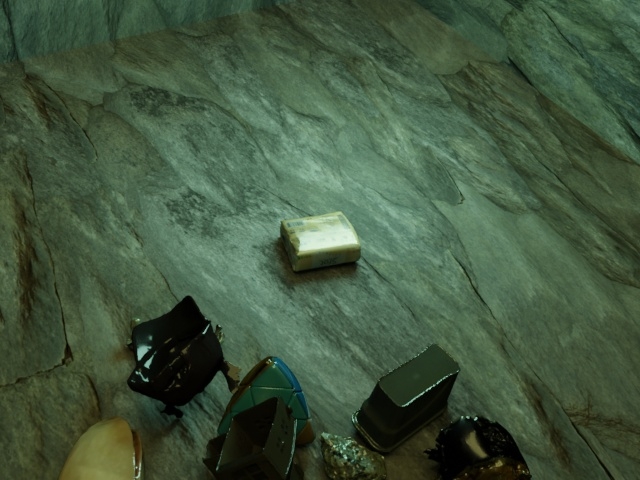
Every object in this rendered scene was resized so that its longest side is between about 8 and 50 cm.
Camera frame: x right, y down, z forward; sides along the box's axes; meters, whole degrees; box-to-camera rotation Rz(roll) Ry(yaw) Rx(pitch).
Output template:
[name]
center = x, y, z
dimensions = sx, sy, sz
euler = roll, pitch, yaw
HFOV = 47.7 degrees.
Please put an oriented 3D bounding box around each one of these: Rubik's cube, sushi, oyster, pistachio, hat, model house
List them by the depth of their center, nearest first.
[pistachio]
center = -0.464, 0.520, 1.553
dimensions = 0.214, 0.193, 0.318
euler = -30, 34, 20
[model house]
center = -0.122, 0.525, 1.622
dimensions = 0.204, 0.243, 0.211
euler = -26, 20, 18
[sushi]
center = 0.369, 0.538, 1.685
dimensions = 0.213, 0.200, 0.204
euler = 13, 40, -30
[oyster]
center = 0.075, 0.532, 1.735
dimensions = 0.177, 0.064, 0.125
euler = 14, 41, 2
[Rubik's cube]
center = -0.126, 0.429, 1.754
dimensions = 0.254, 0.254, 0.254
euler = 5, 45, -5
[hat]
center = -0.328, 0.299, 1.773
dimensions = 0.238, 0.209, 0.336
euler = -33, 27, 2

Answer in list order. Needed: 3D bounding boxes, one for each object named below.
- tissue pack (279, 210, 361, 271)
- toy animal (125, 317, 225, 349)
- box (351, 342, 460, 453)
[tissue pack]
center = 0.000, 0.000, 2.227
dimensions = 0.222, 0.090, 0.186
euler = -9, 46, -20
[toy animal]
center = -0.373, 0.247, 1.920
dimensions = 0.255, 0.090, 0.170
euler = 16, 64, 18
[box]
center = 0.217, 0.387, 1.811
dimensions = 0.274, 0.178, 0.138
euler = -26, 55, -35
